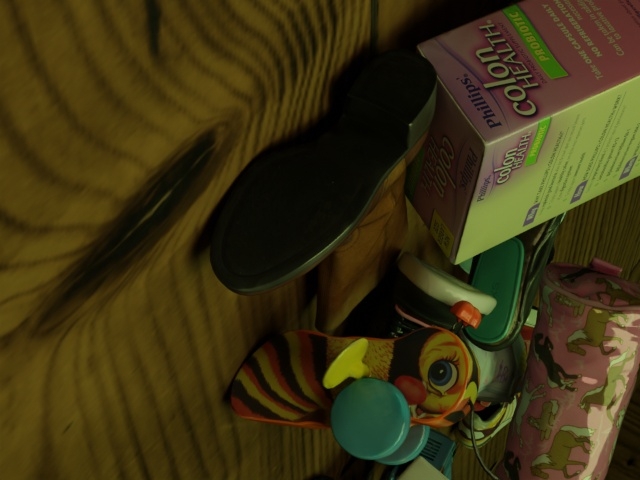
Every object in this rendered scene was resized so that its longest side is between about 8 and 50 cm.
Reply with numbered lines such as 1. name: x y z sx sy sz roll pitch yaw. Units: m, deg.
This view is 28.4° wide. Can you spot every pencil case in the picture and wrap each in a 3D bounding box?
1. pencil case: 0.175 0.150 1.577 0.113 0.124 0.273 -28 164 19
2. pencil case: 0.310 0.220 1.578 0.160 0.167 0.386 3 109 -23

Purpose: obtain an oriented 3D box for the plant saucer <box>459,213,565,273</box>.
1. plant saucer: 0.217 -0.049 1.479 0.195 0.037 0.195 -21 129 -28

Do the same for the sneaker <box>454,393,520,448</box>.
1. sneaker: 0.286 0.253 2.018 0.185 0.069 0.084 -43 158 -39

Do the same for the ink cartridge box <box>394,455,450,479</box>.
1. ink cartridge box: 0.065 0.415 1.571 0.283 0.117 0.207 -46 170 -13

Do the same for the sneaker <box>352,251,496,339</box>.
1. sneaker: 0.092 0.099 1.282 0.147 0.104 0.296 -60 178 -4

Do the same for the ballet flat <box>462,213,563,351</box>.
1. ballet flat: 0.221 -0.014 1.410 0.096 0.095 0.281 9 101 -65

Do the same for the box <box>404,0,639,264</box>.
1. box: 0.207 -0.118 1.161 0.243 0.117 0.214 -25 156 -15

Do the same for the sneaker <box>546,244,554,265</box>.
1. sneaker: 0.253 -0.058 1.583 0.082 0.069 0.209 -99 177 -47

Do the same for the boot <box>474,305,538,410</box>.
1. boot: 0.257 0.167 1.830 0.176 0.088 0.244 -57 162 -2

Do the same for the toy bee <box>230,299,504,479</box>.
1. toy bee: 0.078 0.126 1.141 0.195 0.298 0.162 106 2 -82

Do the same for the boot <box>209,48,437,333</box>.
1. boot: 0.000 0.000 1.101 0.264 0.096 0.280 -57 167 -28

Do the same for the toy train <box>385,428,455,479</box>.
1. toy train: 0.149 0.344 1.826 0.105 0.080 0.184 -57 159 -23

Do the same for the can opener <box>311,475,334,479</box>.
1. can opener: 0.023 0.327 1.552 0.073 0.059 0.186 -63 158 6

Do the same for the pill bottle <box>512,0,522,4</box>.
1. pill bottle: 0.282 -0.298 1.265 0.193 0.108 0.108 -51 157 -20
